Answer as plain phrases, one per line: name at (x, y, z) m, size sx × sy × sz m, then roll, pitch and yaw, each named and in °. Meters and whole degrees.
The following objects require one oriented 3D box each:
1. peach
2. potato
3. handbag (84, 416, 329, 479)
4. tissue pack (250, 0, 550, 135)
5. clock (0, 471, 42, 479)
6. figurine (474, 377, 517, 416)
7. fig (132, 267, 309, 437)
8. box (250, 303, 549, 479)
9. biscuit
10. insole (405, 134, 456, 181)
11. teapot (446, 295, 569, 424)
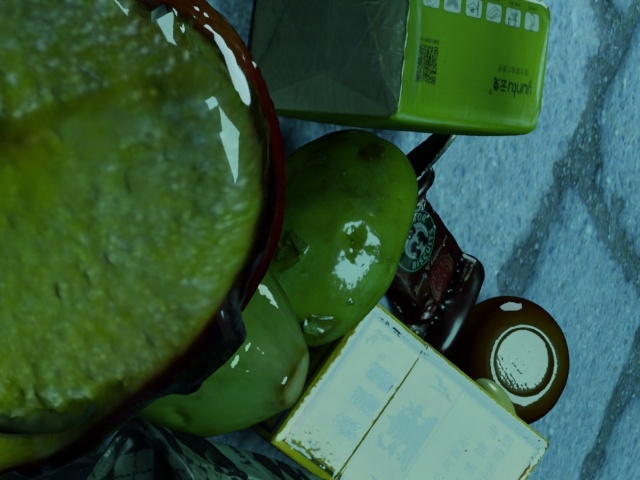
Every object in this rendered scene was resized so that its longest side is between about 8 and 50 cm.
peach at (-0.213, -0.046, 0.772) m, size 0.353 × 0.416 × 0.339 m, roll -42°, pitch 124°, yaw -36°
potato at (0.000, 0.000, 1.239) m, size 0.253 × 0.186 × 0.148 m, roll -49°, pitch 114°, yaw -16°
handbag at (-0.109, 0.345, 1.096) m, size 0.317 × 0.180 × 0.416 m, roll -49°, pitch 145°, yaw 4°
tissue pack at (0.087, -0.198, 1.284) m, size 0.274 × 0.200 × 0.167 m, roll 0°, pitch 98°, yaw -52°
clock at (-0.327, 0.308, 1.014) m, size 0.280 × 0.055 × 0.281 m, roll -19°, pitch 114°, yaw -49°
figurine at (0.124, 0.309, 1.512) m, size 0.222 × 0.124 × 0.324 m, roll 35°, pitch 84°, yaw -22°
fig at (-0.123, 0.087, 1.079) m, size 0.207 × 0.230 × 0.207 m, roll -41°, pitch 169°, yaw -10°
box at (0.093, 0.221, 1.380) m, size 0.301 × 0.084 × 0.193 m, roll 40°, pitch 79°, yaw -21°
biscuit at (0.126, 0.023, 1.509) m, size 0.151 × 0.063 × 0.235 m, roll -58°, pitch 136°, yaw -25°
insole at (0.057, -0.028, 1.378) m, size 0.012 × 0.110 × 0.309 m, roll 49°, pitch 62°, yaw -16°
teapot at (0.232, 0.179, 1.654) m, size 0.252 × 0.135 × 0.178 m, roll -37°, pitch 94°, yaw -18°
